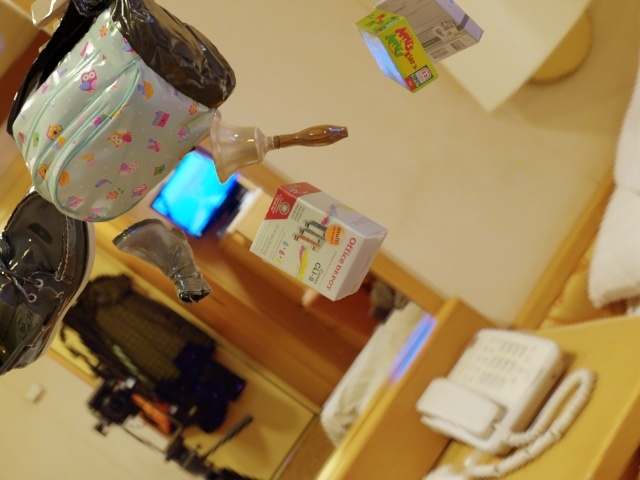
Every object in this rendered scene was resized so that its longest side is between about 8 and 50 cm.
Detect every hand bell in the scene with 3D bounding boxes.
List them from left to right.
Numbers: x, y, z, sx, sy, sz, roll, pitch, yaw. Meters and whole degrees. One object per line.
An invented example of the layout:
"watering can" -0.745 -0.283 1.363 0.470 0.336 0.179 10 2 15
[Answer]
"hand bell" -0.070 -0.180 1.800 0.126 0.241 0.126 -8 -90 -87

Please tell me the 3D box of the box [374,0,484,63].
"box" 0.222 -0.457 2.050 0.145 0.186 0.038 -17 41 56

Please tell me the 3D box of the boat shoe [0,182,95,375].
"boat shoe" -0.399 0.060 1.317 0.340 0.127 0.113 -56 -8 36

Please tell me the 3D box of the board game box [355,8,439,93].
"board game box" 0.102 -0.264 1.366 0.043 0.092 0.181 -33 18 3

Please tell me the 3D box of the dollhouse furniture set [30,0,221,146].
"dollhouse furniture set" -0.352 -0.430 1.962 0.256 0.362 0.394 -35 51 15

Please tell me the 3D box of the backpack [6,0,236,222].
"backpack" -0.171 -0.106 0.824 0.182 0.115 0.152 -42 -36 12

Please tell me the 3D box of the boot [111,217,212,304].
"boot" -0.302 0.048 1.986 0.083 0.161 0.246 -36 -17 15

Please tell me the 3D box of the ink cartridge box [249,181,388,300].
"ink cartridge box" 0.000 0.000 1.678 0.128 0.176 0.127 -64 -16 15
